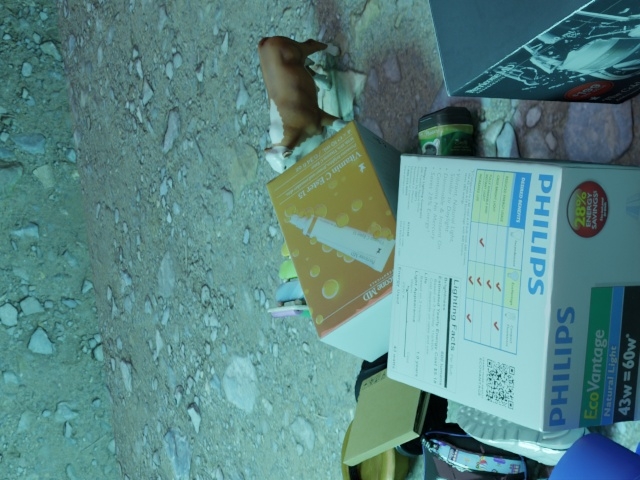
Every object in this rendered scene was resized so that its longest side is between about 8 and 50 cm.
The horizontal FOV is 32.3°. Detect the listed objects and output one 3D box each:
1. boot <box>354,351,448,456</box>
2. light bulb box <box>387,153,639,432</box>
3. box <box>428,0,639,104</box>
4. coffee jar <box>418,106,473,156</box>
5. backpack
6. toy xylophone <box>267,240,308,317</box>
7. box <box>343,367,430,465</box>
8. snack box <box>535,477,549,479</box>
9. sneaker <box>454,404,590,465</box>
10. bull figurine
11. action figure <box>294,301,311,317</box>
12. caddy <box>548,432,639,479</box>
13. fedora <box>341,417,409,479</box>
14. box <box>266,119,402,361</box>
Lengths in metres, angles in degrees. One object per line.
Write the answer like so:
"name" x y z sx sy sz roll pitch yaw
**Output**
"boot" 0.135 0.281 1.948 0.207 0.094 0.246 -35 33 54
"light bulb box" 0.292 0.059 1.599 0.361 0.225 0.357 12 100 58
"box" 0.361 -0.316 1.388 0.343 0.313 0.178 -30 65 56
"coffee jar" 0.216 -0.131 1.866 0.096 0.079 0.184 -12 82 61
"backpack" 0.258 0.374 1.773 0.173 0.117 0.158 -2 90 30
"toy xylophone" 0.000 0.000 2.174 0.236 0.081 0.322 -26 50 54
"box" 0.115 0.275 1.825 0.201 0.021 0.164 -37 30 48
"snack box" 0.360 0.542 1.657 0.187 0.060 0.321 39 124 54
"sneaker" 0.306 0.294 1.671 0.235 0.095 0.090 10 58 47
"bull figurine" -0.036 -0.266 2.181 0.101 0.188 0.310 -34 62 55
"action figure" 0.029 0.121 2.205 0.232 0.064 0.137 30 114 60
"caddy" 0.410 0.402 1.400 0.179 0.241 0.341 -138 54 -59
"fedora" 0.111 0.411 2.058 0.194 0.079 0.194 -18 69 58
"box" 0.074 0.001 1.939 0.215 0.168 0.345 -35 55 21
